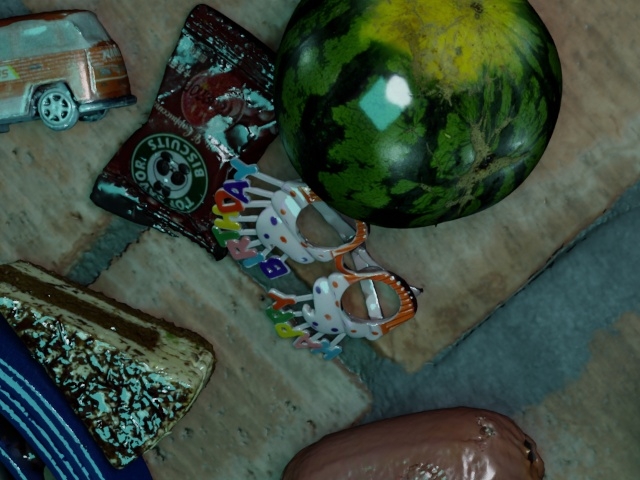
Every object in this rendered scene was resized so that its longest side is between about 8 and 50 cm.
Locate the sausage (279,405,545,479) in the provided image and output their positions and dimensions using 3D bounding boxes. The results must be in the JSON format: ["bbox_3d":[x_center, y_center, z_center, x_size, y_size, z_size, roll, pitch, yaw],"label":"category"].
[{"bbox_3d":[0.082,0.249,1.902,0.279,0.152,0.152,-15,102,17],"label":"sausage"}]

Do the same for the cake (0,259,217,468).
[{"bbox_3d":[-0.215,0.093,1.942,0.135,0.112,0.246,-36,92,16],"label":"cake"}]

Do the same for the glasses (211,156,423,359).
[{"bbox_3d":[-0.007,0.005,1.889,0.162,0.095,0.255,-18,119,20],"label":"glasses"}]

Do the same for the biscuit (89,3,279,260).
[{"bbox_3d":[-0.117,-0.097,1.892,0.151,0.063,0.235,34,113,10],"label":"biscuit"}]

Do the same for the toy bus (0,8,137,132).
[{"bbox_3d":[-0.318,-0.157,1.892,0.265,0.121,0.120,-9,94,14],"label":"toy bus"}]

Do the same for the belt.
[{"bbox_3d":[-0.318,0.234,1.998,0.212,0.117,0.347,-34,96,17],"label":"belt"}]

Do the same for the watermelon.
[{"bbox_3d":[0.082,-0.139,1.734,0.269,0.269,0.269,3,106,11],"label":"watermelon"}]
